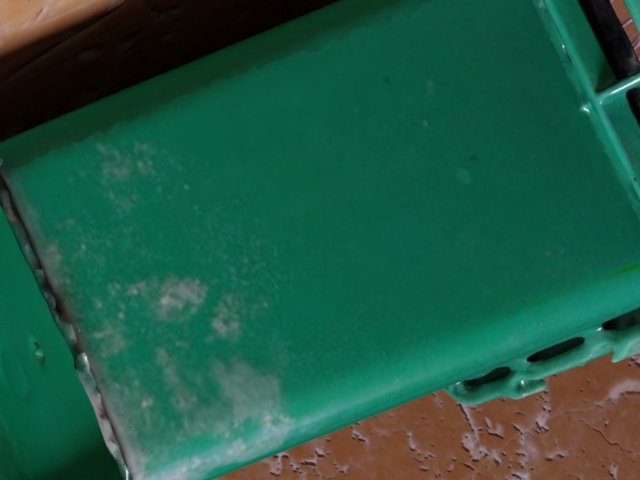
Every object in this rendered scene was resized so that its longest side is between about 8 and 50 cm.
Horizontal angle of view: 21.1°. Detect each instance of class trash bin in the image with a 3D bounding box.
[{"bbox_3d":[0.000,0.000,0.904,0.381,0.259,0.295,-23,175,-32],"label":"trash bin"}]
